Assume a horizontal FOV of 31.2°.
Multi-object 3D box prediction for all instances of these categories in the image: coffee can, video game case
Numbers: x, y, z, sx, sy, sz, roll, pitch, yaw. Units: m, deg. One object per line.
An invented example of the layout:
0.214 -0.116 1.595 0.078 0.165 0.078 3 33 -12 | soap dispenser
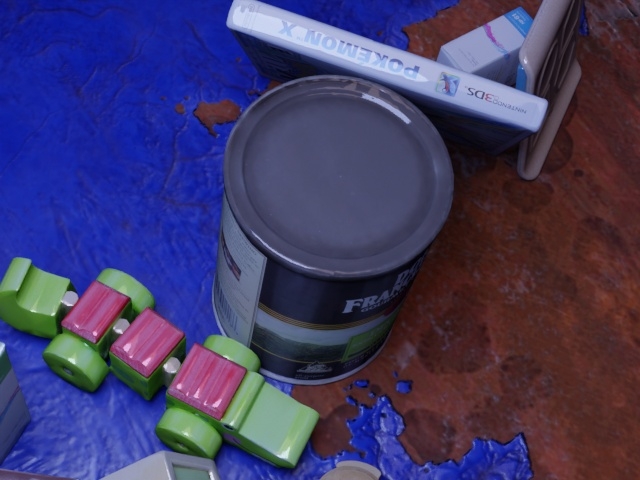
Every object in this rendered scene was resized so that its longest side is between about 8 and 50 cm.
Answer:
0.000 0.000 1.107 0.202 0.275 0.201 3 63 -6 | coffee can
0.065 -0.159 1.185 0.300 0.329 0.036 19 91 2 | video game case

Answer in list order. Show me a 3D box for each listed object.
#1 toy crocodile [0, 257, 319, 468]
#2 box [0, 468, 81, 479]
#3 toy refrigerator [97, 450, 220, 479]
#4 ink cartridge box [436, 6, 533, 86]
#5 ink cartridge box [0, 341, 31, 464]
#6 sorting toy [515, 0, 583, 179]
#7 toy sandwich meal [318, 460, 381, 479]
-0.161 0.116 1.122 0.341 0.105 0.115 30 63 7 | toy crocodile
-0.299 0.306 0.971 0.168 0.167 0.203 10 63 -3 | box
-0.108 0.327 1.007 0.094 0.102 0.269 -27 66 14 | toy refrigerator
0.193 -0.209 1.346 0.122 0.088 0.052 -30 69 -21 | ink cartridge box
-0.357 0.128 1.030 0.154 0.212 0.093 28 66 6 | ink cartridge box
0.255 -0.199 1.292 0.038 0.208 0.193 17 61 20 | sorting toy
0.028 0.258 1.121 0.086 0.029 0.085 3 68 -7 | toy sandwich meal
